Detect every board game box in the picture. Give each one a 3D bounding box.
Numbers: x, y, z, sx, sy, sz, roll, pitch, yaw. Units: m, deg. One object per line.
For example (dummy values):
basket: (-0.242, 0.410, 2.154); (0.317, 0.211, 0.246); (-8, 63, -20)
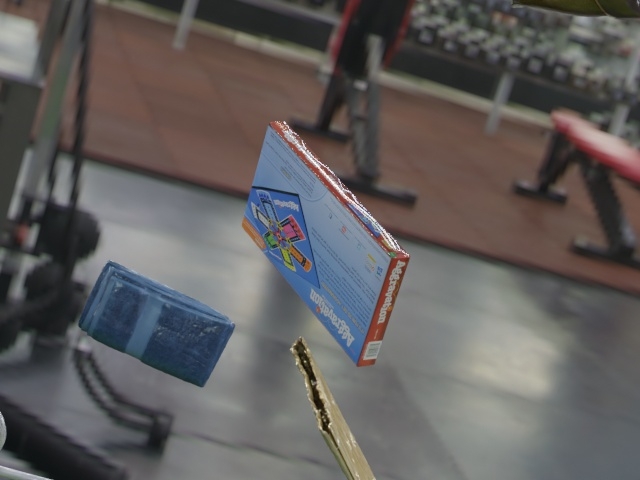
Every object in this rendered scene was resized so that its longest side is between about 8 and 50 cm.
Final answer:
board game box: (0.000, 0.000, 1.926); (0.027, 0.145, 0.281); (-4, 35, -33)

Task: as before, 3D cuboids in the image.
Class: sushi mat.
sushi mat: (0.046, 0.256, 1.793); (0.019, 0.316, 0.151); (-24, 35, 2)

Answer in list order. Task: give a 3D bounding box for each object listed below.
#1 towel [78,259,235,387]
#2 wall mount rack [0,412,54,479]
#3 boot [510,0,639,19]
towel: (-0.135, 0.070, 1.426); (0.119, 0.067, 0.029); (25, 2, 0)
wall mount rack: (-0.490, 0.298, 2.291); (0.304, 0.350, 0.130); (52, 31, -12)
boot: (0.237, -0.241, 1.238); (0.115, 0.112, 0.305); (-1, 25, 42)
